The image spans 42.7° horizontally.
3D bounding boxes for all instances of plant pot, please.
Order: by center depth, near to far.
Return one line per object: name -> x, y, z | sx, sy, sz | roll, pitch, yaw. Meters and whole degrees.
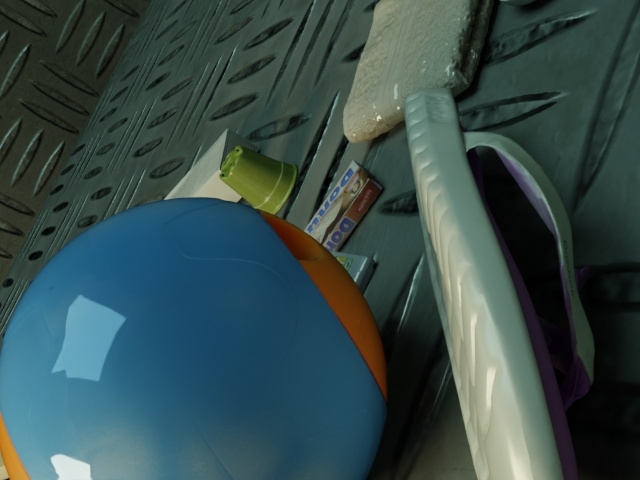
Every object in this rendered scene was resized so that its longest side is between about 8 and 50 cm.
plant pot -> -0.085, -0.083, 1.063 | 0.083, 0.079, 0.083 | -42, 31, 32

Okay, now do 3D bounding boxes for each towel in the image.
towel -> 0.120, -0.250, 0.895 | 0.187, 0.049, 0.282 | -21, 45, 55

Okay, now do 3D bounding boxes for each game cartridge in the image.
game cartridge -> 0.020, 0.039, 0.810 | 0.083, 0.017, 0.056 | 6, 72, 63

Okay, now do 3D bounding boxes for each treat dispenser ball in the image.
treat dispenser ball -> -0.093, 0.111, 0.619 | 0.288, 0.288, 0.288 | -43, 30, 32

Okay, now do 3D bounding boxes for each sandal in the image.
sandal -> 0.123, 0.008, 0.537 | 0.102, 0.169, 0.416 | -11, 39, 5

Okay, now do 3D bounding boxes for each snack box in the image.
snack box -> 0.000, 0.000, 0.881 | 0.178, 0.022, 0.064 | -55, 24, 12

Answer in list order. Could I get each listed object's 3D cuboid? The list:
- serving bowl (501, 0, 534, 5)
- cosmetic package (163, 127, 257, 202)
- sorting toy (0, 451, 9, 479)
serving bowl -> 0.203, -0.253, 0.767 | 0.083, 0.027, 0.083 | -43, 31, 33
cosmetic package -> -0.188, -0.055, 1.248 | 0.239, 0.060, 0.099 | -41, 29, 36
sorting toy -> -0.300, 0.192, 1.091 | 0.257, 0.089, 0.255 | -23, 37, 23
